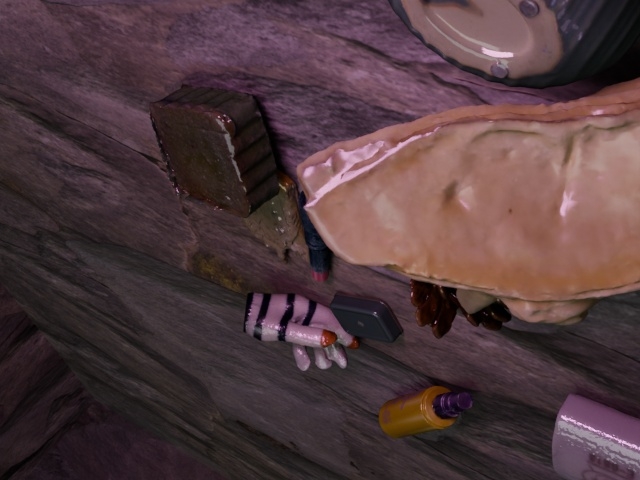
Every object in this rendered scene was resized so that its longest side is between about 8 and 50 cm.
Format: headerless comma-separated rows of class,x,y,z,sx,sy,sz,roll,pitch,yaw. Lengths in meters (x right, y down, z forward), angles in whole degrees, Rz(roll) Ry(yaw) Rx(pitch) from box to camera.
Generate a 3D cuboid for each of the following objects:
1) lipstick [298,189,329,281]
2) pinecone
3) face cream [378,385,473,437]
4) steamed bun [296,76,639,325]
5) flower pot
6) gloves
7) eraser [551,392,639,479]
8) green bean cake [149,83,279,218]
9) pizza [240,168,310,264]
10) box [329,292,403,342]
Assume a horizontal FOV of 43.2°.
lipstick,0.000,0.000,1.306,0.053,0.053,0.234,28,154,20
pinecone,0.197,0.013,0.954,0.212,0.169,0.185,-24,72,54
face cream,0.198,0.314,1.491,0.078,0.078,0.273,41,152,-4
steamed bun,0.217,-0.020,0.761,0.428,0.189,0.247,-10,101,14
flower pot,0.156,-0.228,0.669,0.243,0.157,0.189,30,150,5
gloves,-0.034,0.161,1.523,0.219,0.131,0.140,7,149,-6
eraser,0.482,0.338,1.177,0.270,0.095,0.174,18,143,32
green bean cake,-0.153,-0.138,1.203,0.181,0.094,0.173,14,131,39
pizza,-0.090,-0.040,1.364,0.181,0.034,0.262,17,145,34
box,0.078,0.138,1.425,0.126,0.031,0.091,7,139,43
